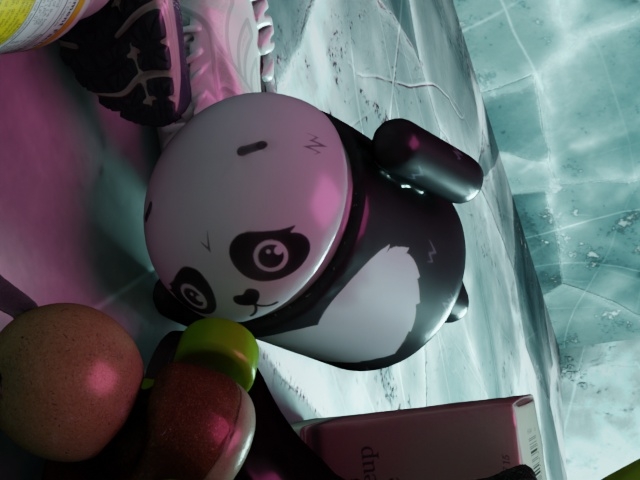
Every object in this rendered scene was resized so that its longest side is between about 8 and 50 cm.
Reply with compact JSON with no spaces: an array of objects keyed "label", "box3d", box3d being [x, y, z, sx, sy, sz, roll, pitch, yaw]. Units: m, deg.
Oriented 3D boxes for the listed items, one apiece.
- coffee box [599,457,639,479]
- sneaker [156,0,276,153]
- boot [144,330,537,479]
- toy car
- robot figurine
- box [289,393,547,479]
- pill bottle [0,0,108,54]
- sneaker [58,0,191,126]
[{"label":"coffee box","box3d":[0.112,0.345,0.485,0.337,0.338,0.334,-20,68,-46]},{"label":"sneaker","box3d":[-0.093,-0.124,0.833,0.292,0.110,0.118,68,31,-30]},{"label":"boot","box3d":[0.037,0.199,0.779,0.131,0.260,0.348,-71,146,-55]},{"label":"toy car","box3d":[-0.145,0.092,0.581,0.188,0.149,0.155,38,32,-20]},{"label":"robot figurine","box3d":[-0.001,0.003,0.776,0.278,0.173,0.209,27,89,-47]},{"label":"box","box3d":[0.084,0.229,0.949,0.127,0.232,0.149,13,68,-70]},{"label":"pill bottle","box3d":[-0.186,-0.154,0.538,0.208,0.117,0.118,-38,116,-69]},{"label":"sneaker","box3d":[-0.126,-0.221,0.708,0.122,0.110,0.283,-31,112,-46]}]
